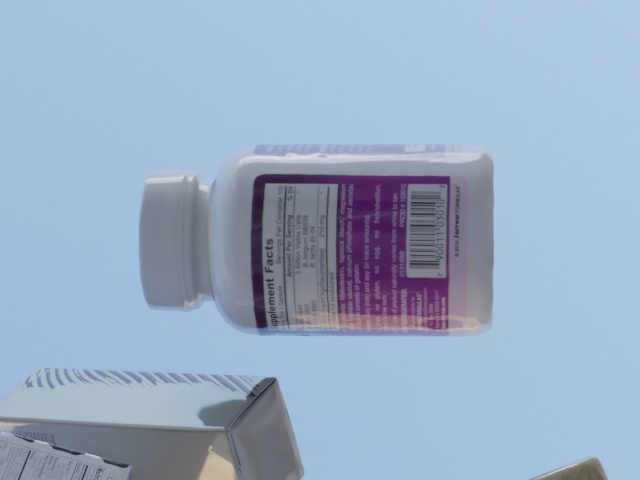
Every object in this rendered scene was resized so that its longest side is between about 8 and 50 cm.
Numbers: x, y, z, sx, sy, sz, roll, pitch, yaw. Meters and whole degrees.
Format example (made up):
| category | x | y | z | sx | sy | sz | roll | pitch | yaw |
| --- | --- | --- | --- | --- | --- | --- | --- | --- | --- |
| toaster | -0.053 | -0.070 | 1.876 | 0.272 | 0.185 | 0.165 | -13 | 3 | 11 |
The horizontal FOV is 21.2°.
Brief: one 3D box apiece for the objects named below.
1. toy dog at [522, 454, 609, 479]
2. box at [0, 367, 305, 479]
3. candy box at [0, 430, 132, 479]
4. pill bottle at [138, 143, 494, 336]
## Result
| category | x | y | z | sx | sy | sz | roll | pitch | yaw |
| --- | --- | --- | --- | --- | --- | --- | --- | --- | --- |
| toy dog | 0.242 | 0.182 | 1.045 | 0.334 | 0.161 | 0.220 | -45 | -100 | 17 |
| box | -0.161 | 0.185 | 1.535 | 0.094 | 0.275 | 0.113 | -46 | -51 | -50 |
| candy box | -0.268 | 0.240 | 1.459 | 0.196 | 0.070 | 0.165 | 15 | -45 | 0 |
| pill bottle | 0.000 | 0.000 | 1.486 | 0.301 | 0.169 | 0.169 | 0 | -79 | 6 |
